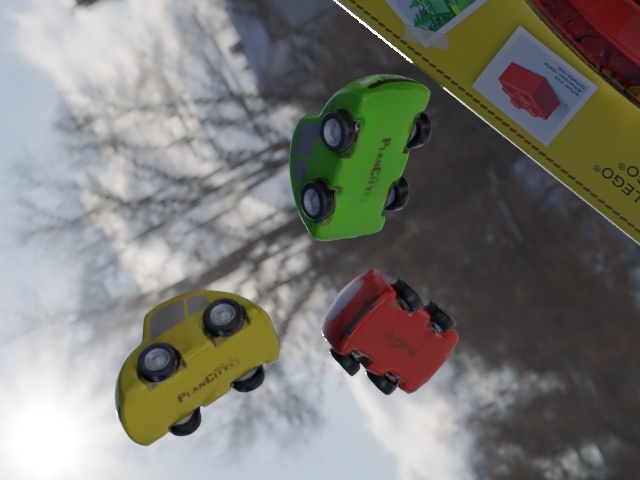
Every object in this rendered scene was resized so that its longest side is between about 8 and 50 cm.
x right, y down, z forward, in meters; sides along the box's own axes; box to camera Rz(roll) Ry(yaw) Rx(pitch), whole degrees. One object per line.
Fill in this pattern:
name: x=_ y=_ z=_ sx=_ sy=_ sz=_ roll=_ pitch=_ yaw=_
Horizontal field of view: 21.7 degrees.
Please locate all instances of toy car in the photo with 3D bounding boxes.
toy car: x=0.000 y=0.000 z=0.914 sx=0.239 sy=0.225 sz=0.053 roll=-8 pitch=-141 yaw=-38

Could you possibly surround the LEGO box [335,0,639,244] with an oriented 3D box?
LEGO box: x=0.236 y=-0.177 z=0.901 sx=0.500 sy=0.193 sz=0.372 roll=39 pitch=-138 yaw=2
